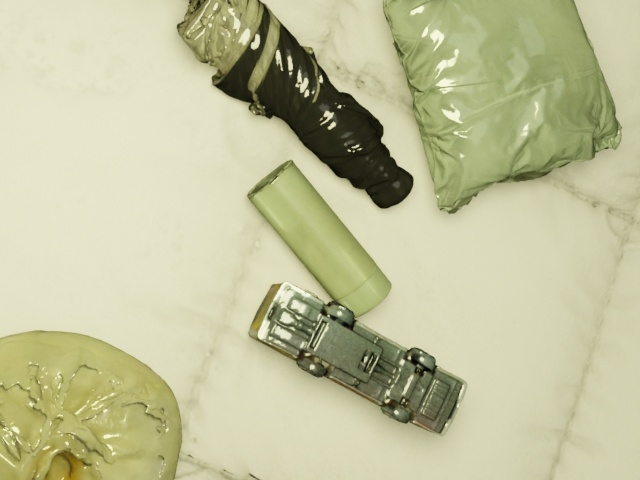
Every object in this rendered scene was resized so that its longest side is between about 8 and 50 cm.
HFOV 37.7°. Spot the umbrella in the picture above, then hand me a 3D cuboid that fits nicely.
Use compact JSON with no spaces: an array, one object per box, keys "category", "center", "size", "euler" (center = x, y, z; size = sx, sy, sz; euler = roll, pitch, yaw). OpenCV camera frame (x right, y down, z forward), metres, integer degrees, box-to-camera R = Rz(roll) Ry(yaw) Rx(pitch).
[{"category":"umbrella","center":[-0.024,-0.169,1.142],"size":[0.357,0.106,0.113],"euler":[42,85,-22]}]

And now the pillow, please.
[{"category":"pillow","center":[0.226,-0.215,1.198],"size":[0.283,0.138,0.310],"euler":[-24,100,-18]}]

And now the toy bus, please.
[{"category":"toy bus","center":[0.043,0.145,1.143],"size":[0.268,0.106,0.092],"euler":[30,80,-15]}]

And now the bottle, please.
[{"category":"bottle","center":[0.000,0.000,1.147],"size":[0.072,0.072,0.201],"euler":[-43,102,-16]}]

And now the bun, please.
[{"category":"bun","center":[-0.290,0.232,1.000],"size":[0.287,0.146,0.287],"euler":[0,88,-17]}]
